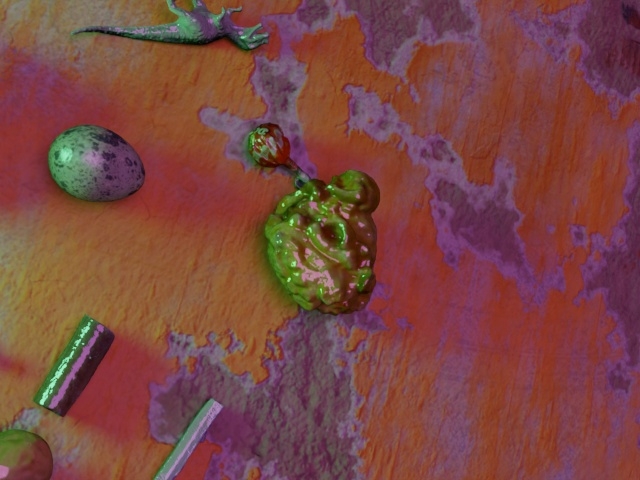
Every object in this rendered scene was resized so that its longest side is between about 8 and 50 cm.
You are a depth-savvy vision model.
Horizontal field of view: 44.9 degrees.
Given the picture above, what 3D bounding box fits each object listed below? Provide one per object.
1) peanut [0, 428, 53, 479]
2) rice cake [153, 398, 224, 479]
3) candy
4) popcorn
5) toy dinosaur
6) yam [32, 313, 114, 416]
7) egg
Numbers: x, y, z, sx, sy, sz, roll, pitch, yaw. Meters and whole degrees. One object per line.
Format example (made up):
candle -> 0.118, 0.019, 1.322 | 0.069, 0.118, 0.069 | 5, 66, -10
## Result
peanut -> -0.578, 0.352, 1.191 | 0.318, 0.147, 0.148 | -1, 82, -27
rice cake -> -0.237, 0.370, 1.407 | 0.042, 0.030, 0.180 | 38, 68, -10
candy -> -0.032, -0.132, 1.575 | 0.287, 0.078, 0.084 | 38, 47, -25
popcorn -> 0.000, 0.000, 1.500 | 0.225, 0.173, 0.286 | 6, 84, -17
toy dinosaur -> -0.280, -0.444, 1.490 | 0.382, 0.076, 0.129 | 1, 106, -19
yam -> -0.418, 0.216, 1.327 | 0.068, 0.068, 0.169 | 33, 70, -17
egg -> -0.390, -0.131, 1.361 | 0.172, 0.132, 0.132 | 20, 73, -34
